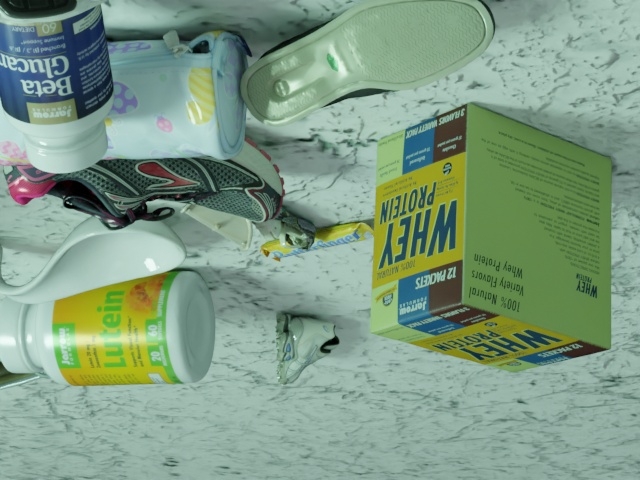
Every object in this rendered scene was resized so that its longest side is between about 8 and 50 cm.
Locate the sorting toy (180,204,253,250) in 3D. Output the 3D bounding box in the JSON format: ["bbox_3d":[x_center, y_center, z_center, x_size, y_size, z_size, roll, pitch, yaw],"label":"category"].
[{"bbox_3d":[-0.112,-0.027,2.030,0.083,0.045,0.075,32,168,-13],"label":"sorting toy"}]

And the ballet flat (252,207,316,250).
[{"bbox_3d":[-0.044,-0.015,2.053,0.041,0.041,0.114,-12,155,37],"label":"ballet flat"}]

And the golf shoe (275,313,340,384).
[{"bbox_3d":[-0.017,0.147,2.471,0.086,0.069,0.176,-2,162,-3],"label":"golf shoe"}]

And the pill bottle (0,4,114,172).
[{"bbox_3d":[-0.219,-0.143,1.531,0.094,0.094,0.169,0,128,8],"label":"pill bottle"}]

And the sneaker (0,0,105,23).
[{"bbox_3d":[-0.160,-0.205,1.369,0.262,0.099,0.121,-15,173,-14],"label":"sneaker"}]

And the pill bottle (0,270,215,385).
[{"bbox_3d":[-0.263,0.109,2.289,0.246,0.136,0.136,-3,160,16],"label":"pill bottle"}]

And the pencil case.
[{"bbox_3d":[-0.198,-0.125,1.656,0.273,0.113,0.124,-2,160,15],"label":"pencil case"}]

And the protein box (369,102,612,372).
[{"bbox_3d":[0.167,0.003,1.827,0.200,0.201,0.136,17,156,-35],"label":"protein box"}]

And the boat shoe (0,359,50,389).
[{"bbox_3d":[-0.392,0.157,2.496,0.320,0.103,0.118,-8,158,28],"label":"boat shoe"}]

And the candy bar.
[{"bbox_3d":[0.000,0.000,2.120,0.161,0.018,0.040,-13,155,37],"label":"candy bar"}]

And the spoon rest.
[{"bbox_3d":[-0.278,0.022,2.129,0.276,0.084,0.137,-8,158,30],"label":"spoon rest"}]

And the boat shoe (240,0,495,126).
[{"bbox_3d":[0.044,-0.164,1.598,0.233,0.084,0.079,-16,-168,28],"label":"boat shoe"}]

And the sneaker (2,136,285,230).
[{"bbox_3d":[-0.175,-0.061,1.838,0.299,0.112,0.121,13,158,-28],"label":"sneaker"}]
